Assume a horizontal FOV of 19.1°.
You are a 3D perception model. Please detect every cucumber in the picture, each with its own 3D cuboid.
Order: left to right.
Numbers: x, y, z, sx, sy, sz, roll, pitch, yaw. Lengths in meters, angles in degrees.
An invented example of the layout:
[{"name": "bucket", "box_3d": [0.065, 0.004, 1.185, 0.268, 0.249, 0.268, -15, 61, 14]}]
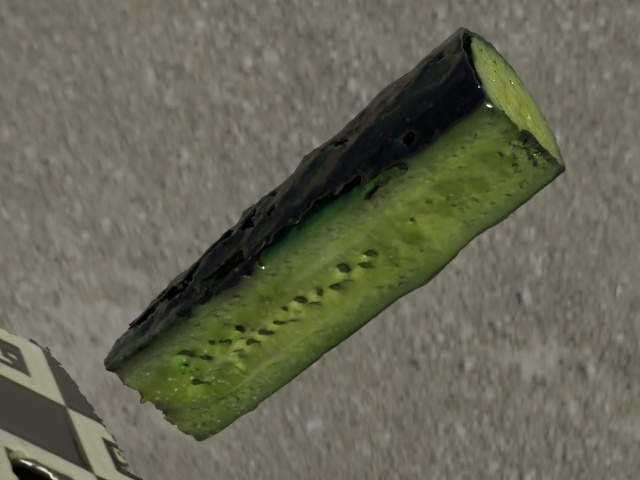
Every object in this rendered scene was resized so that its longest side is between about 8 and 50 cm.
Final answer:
[{"name": "cucumber", "box_3d": [-0.002, -0.003, 0.810, 0.211, 0.078, 0.062, -36, 43, 18]}]

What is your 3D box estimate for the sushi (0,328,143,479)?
[{"name": "sushi", "box_3d": [-0.092, 0.085, 0.453, 0.043, 0.192, 0.279, -56, 43, 8]}]
